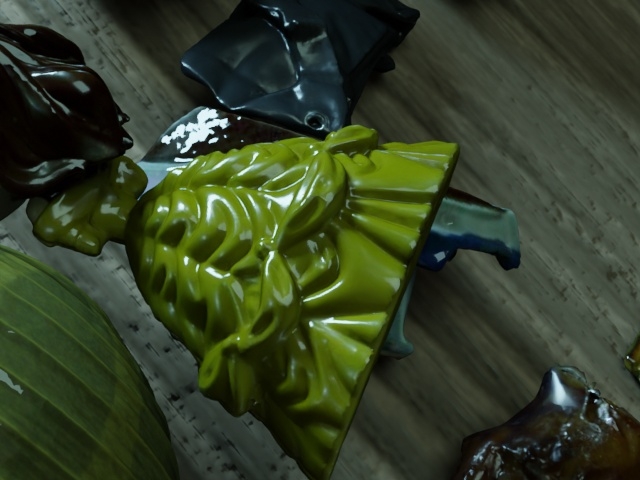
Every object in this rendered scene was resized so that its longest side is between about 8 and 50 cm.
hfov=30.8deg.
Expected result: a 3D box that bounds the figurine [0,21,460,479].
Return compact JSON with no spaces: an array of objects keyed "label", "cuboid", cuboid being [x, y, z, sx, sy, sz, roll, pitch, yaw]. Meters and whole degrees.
[{"label":"figurine","cuboid":[-0.106,-0.022,0.605,0.315,0.168,0.187,22,83,5]}]

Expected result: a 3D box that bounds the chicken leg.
[{"label":"chicken leg","cuboid":[0.078,0.187,0.669,0.304,0.093,0.113,-31,60,-27]}]

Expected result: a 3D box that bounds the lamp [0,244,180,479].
[{"label":"lamp","cuboid":[-0.187,0.132,0.474,0.250,0.250,0.284,31,56,-4]}]

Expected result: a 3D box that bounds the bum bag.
[{"label":"bum bag","cuboid":[-0.005,-0.143,0.810,0.123,0.060,0.248,28,29,-1]}]

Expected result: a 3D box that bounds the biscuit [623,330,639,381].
[{"label":"biscuit","cuboid":[0.334,0.126,0.855,0.231,0.016,0.139,41,53,3]}]

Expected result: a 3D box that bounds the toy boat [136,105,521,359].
[{"label":"toy boat","cuboid":[0.000,0.000,0.732,0.262,0.114,0.115,18,90,-12]}]
